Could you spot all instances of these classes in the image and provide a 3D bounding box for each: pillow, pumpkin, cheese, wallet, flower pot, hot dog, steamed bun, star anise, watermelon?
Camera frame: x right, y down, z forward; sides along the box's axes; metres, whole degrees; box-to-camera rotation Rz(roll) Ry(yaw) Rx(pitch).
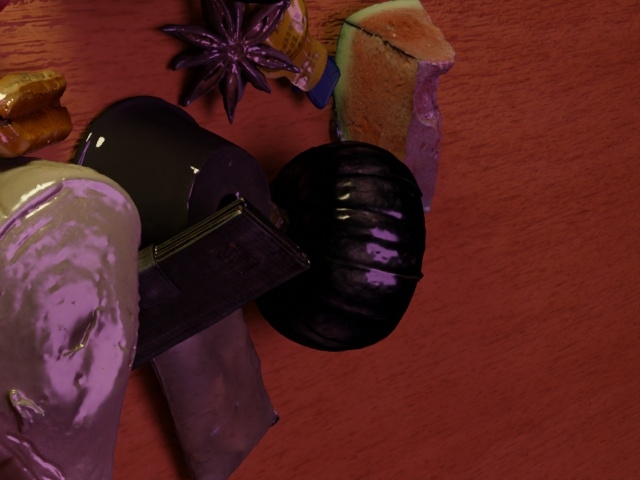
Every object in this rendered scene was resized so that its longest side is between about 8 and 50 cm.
[{"bbox_3d":[-0.143,0.188,2.159,0.185,0.075,0.302,-44,132,-38],"label":"pillow"},{"bbox_3d":[0.000,0.000,2.177,0.296,0.296,0.296,-12,106,-52],"label":"pumpkin"},{"bbox_3d":[-0.047,-0.276,2.223,0.250,0.064,0.156,48,59,-42],"label":"cheese"},{"bbox_3d":[-0.182,0.068,1.940,0.169,0.317,0.044,44,22,-50],"label":"wallet"},{"bbox_3d":[-0.171,-0.045,2.019,0.269,0.166,0.269,-16,110,-53],"label":"flower pot"},{"bbox_3d":[-0.331,-0.143,1.816,0.235,0.062,0.092,-39,119,-79],"label":"hot dog"},{"bbox_3d":[-0.348,0.098,1.750,0.236,0.247,0.383,4,93,-33],"label":"steamed bun"},{"bbox_3d":[-0.120,-0.258,2.106,0.195,0.065,0.182,-36,121,-2],"label":"star anise"},{"bbox_3d":[0.106,-0.199,2.334,0.148,0.226,0.318,-2,86,-26],"label":"watermelon"}]

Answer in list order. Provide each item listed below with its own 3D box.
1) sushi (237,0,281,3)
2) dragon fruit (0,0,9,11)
[{"bbox_3d":[-0.139,-0.422,1.888,0.281,0.294,0.299,46,61,-50],"label":"sushi"},{"bbox_3d":[-0.377,-0.287,1.787,0.056,0.060,0.083,7,93,-57],"label":"dragon fruit"}]
